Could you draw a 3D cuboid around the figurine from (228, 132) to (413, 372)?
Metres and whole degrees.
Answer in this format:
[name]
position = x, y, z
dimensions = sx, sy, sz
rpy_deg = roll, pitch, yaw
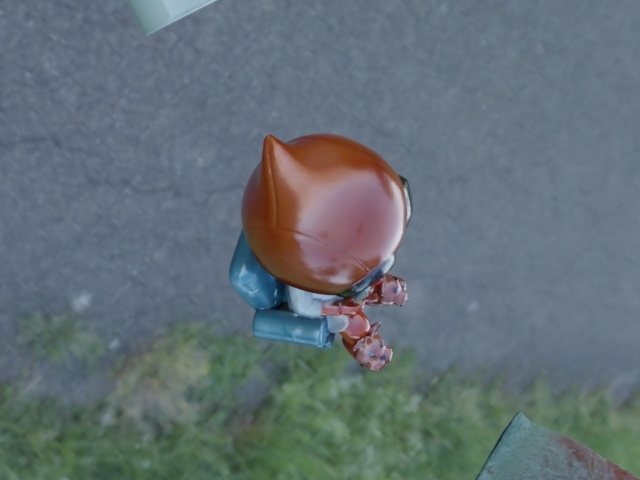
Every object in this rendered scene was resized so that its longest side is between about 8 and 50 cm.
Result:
[figurine]
position = 0.000, 0.000, 0.515
dimensions = 0.140, 0.075, 0.068
rpy_deg = 83, 23, -61

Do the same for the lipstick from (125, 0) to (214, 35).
[lipstick]
position = -0.145, -0.265, 0.819
dimensions = 0.070, 0.254, 0.070
rpy_deg = -25, -169, 5

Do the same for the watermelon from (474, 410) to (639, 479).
[watermelon]
position = 0.193, 0.233, 0.630
dimensions = 0.226, 0.318, 0.148
rpy_deg = -28, 143, 11
